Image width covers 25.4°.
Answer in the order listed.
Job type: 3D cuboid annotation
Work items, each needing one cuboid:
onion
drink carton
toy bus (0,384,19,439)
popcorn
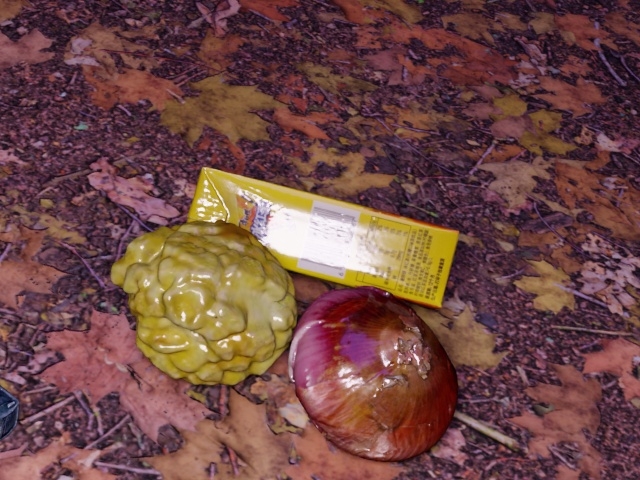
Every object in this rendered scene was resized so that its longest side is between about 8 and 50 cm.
[{"bbox_3d":[0.076,0.148,1.727,0.229,0.163,0.230,14,51,-17],"label":"onion"},{"bbox_3d":[0.000,0.000,1.913,0.351,0.111,0.154,14,-4,1],"label":"drink carton"},{"bbox_3d":[-0.422,0.173,1.657,0.166,0.047,0.065,33,37,24],"label":"toy bus"},{"bbox_3d":[-0.140,0.070,1.768,0.235,0.181,0.217,24,35,5],"label":"popcorn"}]
